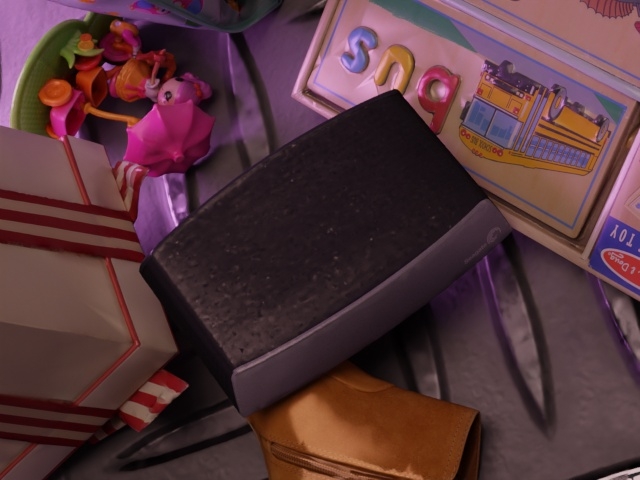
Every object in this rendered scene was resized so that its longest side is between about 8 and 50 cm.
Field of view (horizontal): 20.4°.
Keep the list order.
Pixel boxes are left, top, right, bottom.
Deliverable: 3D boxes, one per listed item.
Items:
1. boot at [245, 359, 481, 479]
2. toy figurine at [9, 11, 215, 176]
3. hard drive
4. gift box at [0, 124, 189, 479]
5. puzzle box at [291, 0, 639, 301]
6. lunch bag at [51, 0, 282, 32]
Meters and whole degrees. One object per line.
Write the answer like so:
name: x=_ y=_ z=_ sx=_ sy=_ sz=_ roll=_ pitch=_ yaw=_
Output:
boot: x=0.023 y=0.123 z=1.391 sx=0.211 sy=0.104 sz=0.295 roll=0 pitch=73 yaw=20
toy figurine: x=-0.161 y=-0.124 z=1.581 sx=0.159 sy=0.130 sz=0.173 roll=23 pitch=57 yaw=18
hard drive: x=0.000 y=0.000 z=1.368 sx=0.254 sy=0.054 sz=0.172 roll=-34 pitch=66 yaw=-7
gift box: x=-0.265 y=0.051 z=1.448 sx=0.276 sy=0.258 sz=0.255 roll=-38 pitch=57 yaw=31
puzzle box: x=0.178 y=-0.147 z=1.382 sx=0.409 sy=0.052 sz=0.272 roll=32 pitch=109 yaw=32
lunch bag: x=-0.171 y=-0.271 z=1.540 sx=0.223 sy=0.262 sz=0.160 roll=15 pitch=93 yaw=28
